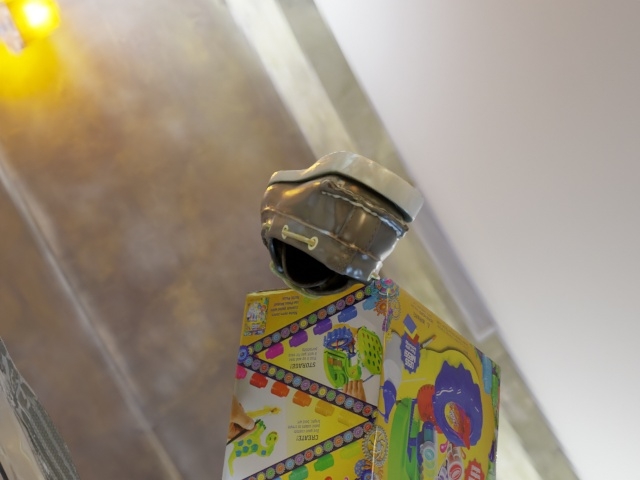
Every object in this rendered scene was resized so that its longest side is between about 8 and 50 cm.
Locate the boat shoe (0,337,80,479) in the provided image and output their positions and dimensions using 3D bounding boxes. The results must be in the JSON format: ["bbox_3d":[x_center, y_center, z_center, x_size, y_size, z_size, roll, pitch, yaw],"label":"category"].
[{"bbox_3d":[-0.219,0.128,0.795,0.083,0.075,0.226,-107,174,-80],"label":"boat shoe"}]

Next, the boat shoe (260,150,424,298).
[{"bbox_3d":[-0.004,-0.002,1.069,0.109,0.091,0.305,31,-13,-10],"label":"boat shoe"}]

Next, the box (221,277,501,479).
[{"bbox_3d":[0.051,0.225,1.304,0.177,0.279,0.290,-7,-26,30],"label":"box"}]
